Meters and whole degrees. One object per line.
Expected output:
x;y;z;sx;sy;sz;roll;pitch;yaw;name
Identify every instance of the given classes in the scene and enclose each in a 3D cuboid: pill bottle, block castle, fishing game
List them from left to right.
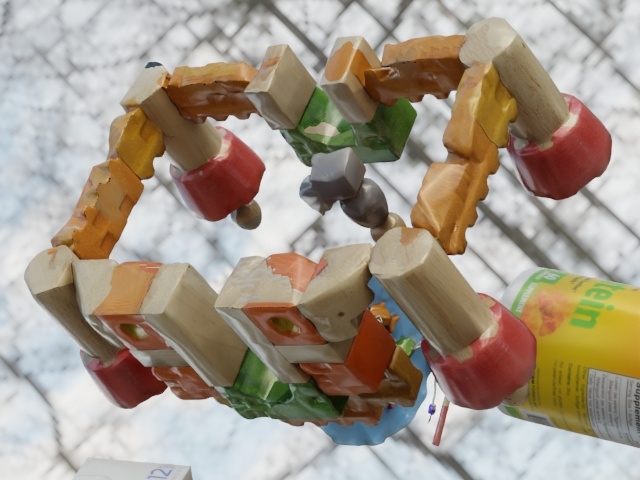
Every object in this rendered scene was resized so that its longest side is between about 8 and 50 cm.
0.000;0.000;1.691;0.213;0.453;0.303;51;-131;-38;block castle
0.058;0.121;2.037;0.264;0.041;0.189;20;-97;-40;fishing game
0.278;0.109;1.704;0.136;0.245;0.136;-26;-59;-53;pill bottle

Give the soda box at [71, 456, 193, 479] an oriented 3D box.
-0.176;0.274;1.435;0.286;0.091;0.098;-58;-35;-57;soda box
